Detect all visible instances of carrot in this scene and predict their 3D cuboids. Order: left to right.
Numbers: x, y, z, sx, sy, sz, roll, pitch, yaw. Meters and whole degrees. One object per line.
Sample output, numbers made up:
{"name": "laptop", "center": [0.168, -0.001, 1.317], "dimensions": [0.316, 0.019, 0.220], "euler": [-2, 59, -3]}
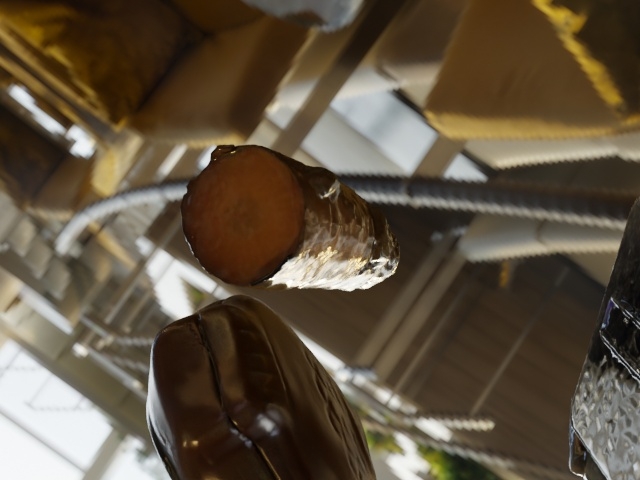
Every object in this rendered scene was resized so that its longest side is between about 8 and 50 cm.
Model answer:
{"name": "carrot", "center": [0.000, 0.000, 0.991], "dimensions": [0.102, 0.102, 0.263], "euler": [29, -176, 26]}

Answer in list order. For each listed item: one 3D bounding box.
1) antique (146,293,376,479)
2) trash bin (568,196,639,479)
{"name": "antique", "center": [-0.051, 0.158, 1.153], "dimensions": [0.278, 0.129, 0.223], "euler": [43, -157, -60]}
{"name": "trash bin", "center": [0.233, 0.050, 0.522], "dimensions": [0.238, 0.184, 0.161], "euler": [12, -168, -6]}
